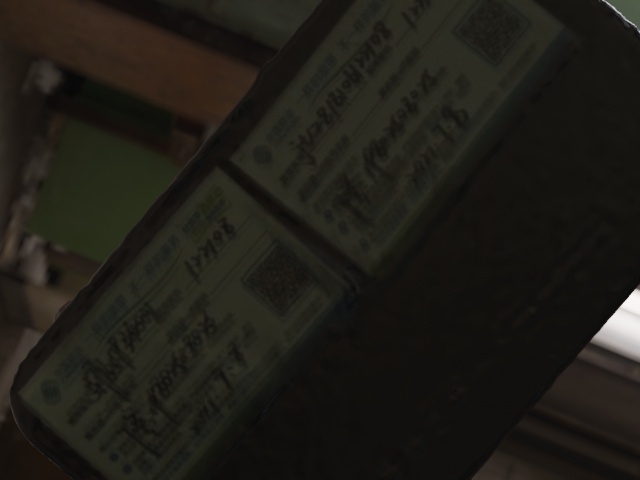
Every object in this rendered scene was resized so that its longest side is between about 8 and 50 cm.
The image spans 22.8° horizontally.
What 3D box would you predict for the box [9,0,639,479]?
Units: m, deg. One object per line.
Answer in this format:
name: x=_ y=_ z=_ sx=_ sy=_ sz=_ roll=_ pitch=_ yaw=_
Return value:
box: x=0.024 y=0.014 z=0.791 sx=0.350 sy=0.211 sz=0.058 roll=-49 pitch=180 yaw=6
